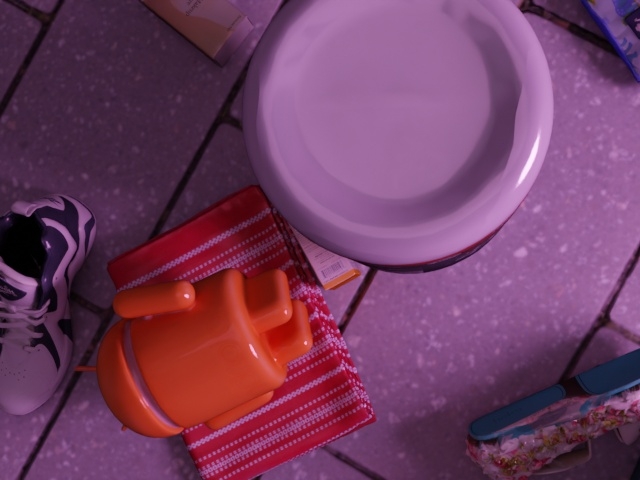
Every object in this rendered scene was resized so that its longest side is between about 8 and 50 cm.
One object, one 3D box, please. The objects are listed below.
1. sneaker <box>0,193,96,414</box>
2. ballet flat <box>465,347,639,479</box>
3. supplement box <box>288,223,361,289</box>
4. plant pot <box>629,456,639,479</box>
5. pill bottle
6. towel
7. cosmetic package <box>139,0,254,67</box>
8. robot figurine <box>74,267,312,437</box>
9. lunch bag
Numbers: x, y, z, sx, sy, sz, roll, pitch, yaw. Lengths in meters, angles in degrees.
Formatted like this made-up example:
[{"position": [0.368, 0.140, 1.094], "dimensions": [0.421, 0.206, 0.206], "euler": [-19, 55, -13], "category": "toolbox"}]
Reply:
[{"position": [-0.304, 0.063, 0.913], "dimensions": [0.094, 0.153, 0.235], "euler": [20, 89, 10], "category": "sneaker"}, {"position": [0.257, 0.169, 0.878], "dimensions": [0.241, 0.091, 0.077], "euler": [-25, 101, 12], "category": "ballet flat"}, {"position": [0.000, 0.000, 0.923], "dimensions": [0.036, 0.062, 0.098], "euler": [-29, 83, 6], "category": "supplement box"}, {"position": [0.347, 0.294, 0.817], "dimensions": [0.165, 0.165, 0.234], "euler": [27, 96, 8], "category": "plant pot"}, {"position": [0.071, -0.078, 0.766], "dimensions": [0.210, 0.363, 0.210], "euler": [0, 87, 8], "category": "pill bottle"}, {"position": [-0.086, 0.101, 0.946], "dimensions": [0.199, 0.031, 0.275], "euler": [-26, 84, 6], "category": "towel"}, {"position": [-0.133, -0.242, 0.964], "dimensions": [0.115, 0.041, 0.060], "euler": [38, 92, 8], "category": "cosmetic package"}, {"position": [-0.119, 0.106, 0.871], "dimensions": [0.219, 0.158, 0.128], "euler": [-26, 70, 8], "category": "robot figurine"}, {"position": [0.345, -0.235, 0.880], "dimensions": [0.151, 0.096, 0.129], "euler": [-36, 86, 19], "category": "lunch bag"}]
